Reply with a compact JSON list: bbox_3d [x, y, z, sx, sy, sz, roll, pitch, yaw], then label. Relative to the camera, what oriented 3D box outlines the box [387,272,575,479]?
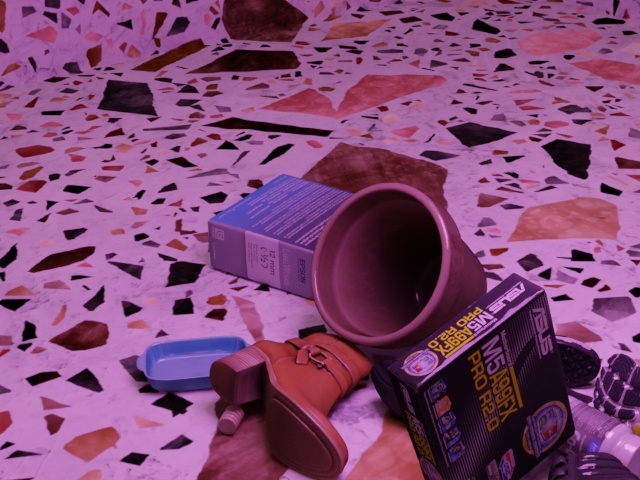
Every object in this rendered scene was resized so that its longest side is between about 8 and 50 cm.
[{"bbox_3d":[0.213,0.207,1.369,0.216,0.270,0.060,-33,38,-19],"label":"box"}]

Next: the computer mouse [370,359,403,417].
[{"bbox_3d":[0.181,0.210,1.531,0.262,0.184,0.060,12,47,22],"label":"computer mouse"}]

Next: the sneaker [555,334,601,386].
[{"bbox_3d":[0.329,0.164,1.704,0.234,0.084,0.097,8,28,18],"label":"sneaker"}]

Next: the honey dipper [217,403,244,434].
[{"bbox_3d":[-0.118,0.240,1.640,0.030,0.030,0.161,5,25,13],"label":"honey dipper"}]

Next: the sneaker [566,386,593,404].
[{"bbox_3d":[0.314,0.237,1.604,0.170,0.051,0.089,17,32,23],"label":"sneaker"}]

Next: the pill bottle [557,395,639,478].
[{"bbox_3d":[0.383,0.277,1.486,0.078,0.078,0.137,-23,34,-35],"label":"pill bottle"}]

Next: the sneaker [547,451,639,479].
[{"bbox_3d":[0.292,0.346,1.342,0.295,0.104,0.147,-4,25,-18],"label":"sneaker"}]

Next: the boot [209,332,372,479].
[{"bbox_3d":[-0.001,0.232,1.593,0.220,0.109,0.283,-13,28,-41],"label":"boot"}]

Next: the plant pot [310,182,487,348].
[{"bbox_3d":[0.155,0.058,1.738,0.263,0.263,0.229,25,4,41],"label":"plant pot"}]

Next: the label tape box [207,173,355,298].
[{"bbox_3d":[0.000,0.000,2.012,0.347,0.115,0.249,18,33,28],"label":"label tape box"}]

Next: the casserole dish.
[{"bbox_3d":[-0.197,0.199,1.712,0.188,0.037,0.114,-4,27,-7],"label":"casserole dish"}]

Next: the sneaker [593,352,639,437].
[{"bbox_3d":[0.488,0.255,1.535,0.110,0.107,0.275,21,12,-26],"label":"sneaker"}]

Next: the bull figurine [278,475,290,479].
[{"bbox_3d":[-0.056,0.372,1.298,0.310,0.101,0.188,12,28,26],"label":"bull figurine"}]
